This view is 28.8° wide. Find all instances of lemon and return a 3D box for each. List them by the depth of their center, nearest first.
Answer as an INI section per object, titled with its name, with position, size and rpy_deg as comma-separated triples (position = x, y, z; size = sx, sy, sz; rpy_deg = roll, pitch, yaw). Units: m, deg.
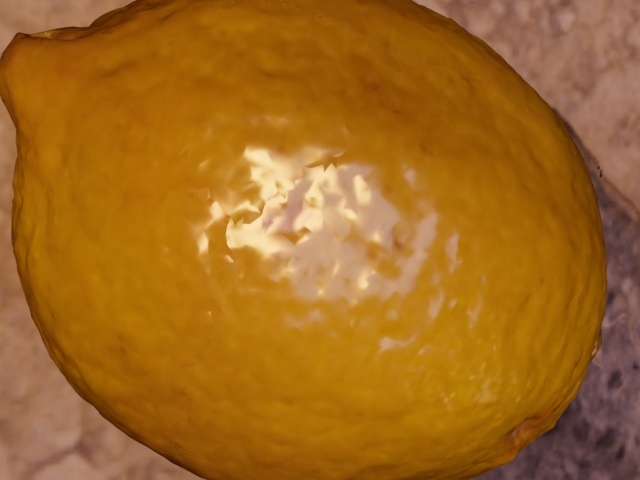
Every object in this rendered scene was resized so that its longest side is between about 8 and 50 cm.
[lemon]
position = 0.000, 0.000, 0.450
size = 0.257, 0.188, 0.188
rpy_deg = 27, 84, -21
